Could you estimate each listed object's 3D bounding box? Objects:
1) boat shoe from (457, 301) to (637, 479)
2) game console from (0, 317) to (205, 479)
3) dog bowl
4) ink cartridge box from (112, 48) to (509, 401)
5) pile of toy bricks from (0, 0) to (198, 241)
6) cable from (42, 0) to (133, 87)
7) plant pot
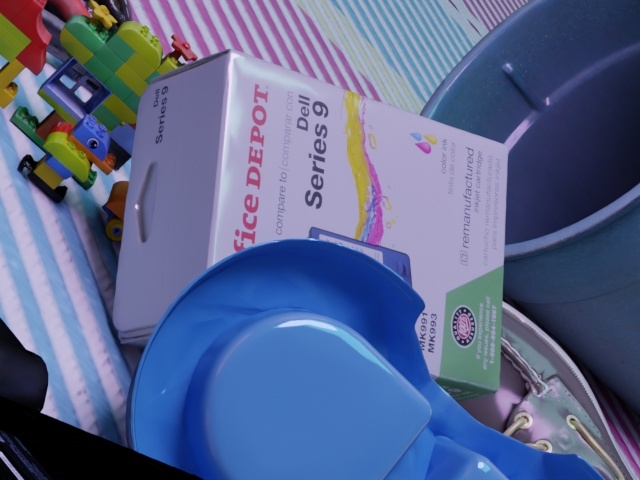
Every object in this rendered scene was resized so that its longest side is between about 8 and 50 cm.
[{"bbox_3d":[0.142,0.153,1.154,0.305,0.109,0.091,53,15,3],"label":"boat shoe"},{"bbox_3d":[-0.138,0.058,0.732,0.361,0.044,0.213,44,4,32],"label":"game console"},{"bbox_3d":[0.026,0.130,0.882,0.297,0.166,0.074,45,-19,-12],"label":"dog bowl"},{"bbox_3d":[0.000,0.000,1.012,0.212,0.093,0.154,16,70,-34],"label":"ink cartridge box"},{"bbox_3d":[-0.121,-0.085,1.042,0.212,0.105,0.118,43,20,-18],"label":"pile of toy bricks"},{"bbox_3d":[-0.126,-0.127,1.164,0.287,0.072,0.139,47,25,-4],"label":"cable"},{"bbox_3d":[0.298,-0.015,1.528,0.334,0.341,0.341,46,18,-30],"label":"plant pot"}]
